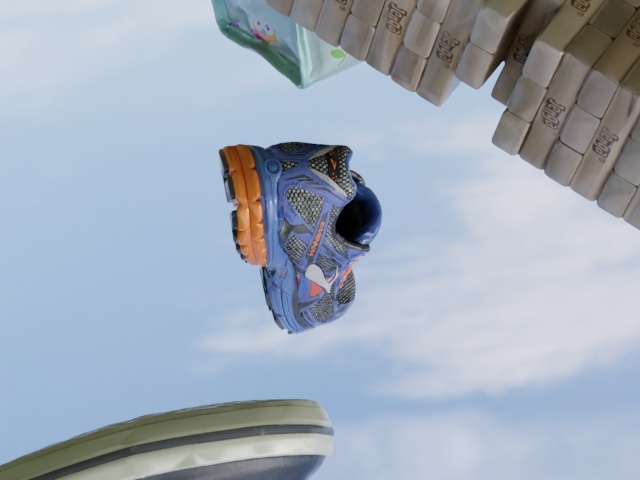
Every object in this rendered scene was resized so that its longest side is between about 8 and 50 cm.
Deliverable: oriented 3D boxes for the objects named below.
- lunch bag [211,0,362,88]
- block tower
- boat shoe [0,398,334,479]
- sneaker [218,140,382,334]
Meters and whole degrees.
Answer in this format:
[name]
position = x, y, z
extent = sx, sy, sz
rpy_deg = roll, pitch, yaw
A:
[lunch bag]
position = 0.023, -0.269, 1.343
extent = 0.223, 0.262, 0.160
rpy_deg = -26, -144, -19
[block tower]
position = 0.110, -0.116, 1.099
extent = 0.335, 0.097, 0.091
rpy_deg = 33, -127, 10
[boat shoe]
position = -0.214, 0.220, 1.124
extent = 0.500, 0.156, 0.187
rpy_deg = -22, 176, -15
[sneaker]
position = 0.000, 0.000, 1.272
extent = 0.087, 0.083, 0.221
rpy_deg = -11, 160, 7
